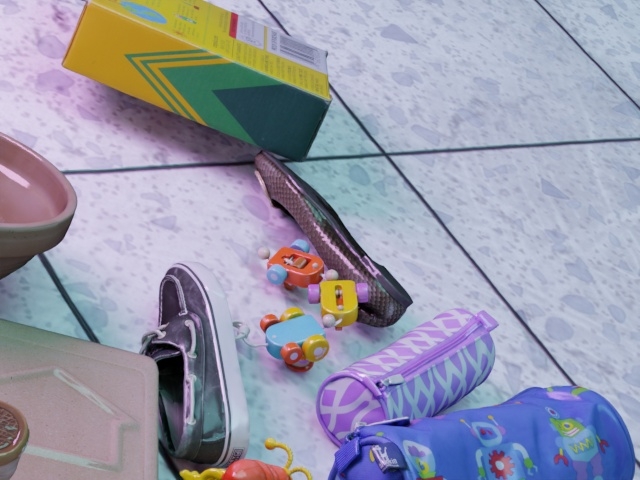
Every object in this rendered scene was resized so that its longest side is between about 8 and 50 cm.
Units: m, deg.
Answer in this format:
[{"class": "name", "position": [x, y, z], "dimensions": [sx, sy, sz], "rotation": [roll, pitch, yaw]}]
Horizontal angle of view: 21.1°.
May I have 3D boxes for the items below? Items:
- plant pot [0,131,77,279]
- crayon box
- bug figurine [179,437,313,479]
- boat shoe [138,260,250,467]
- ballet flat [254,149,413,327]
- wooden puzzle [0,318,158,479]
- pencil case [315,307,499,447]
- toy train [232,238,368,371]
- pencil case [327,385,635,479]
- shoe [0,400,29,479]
[{"class": "plant pot", "position": [-0.332, -0.022, 1.439], "dimensions": [0.237, 0.109, 0.237], "rotation": [19, 20, -7]}, {"class": "crayon box", "position": [-0.150, -0.202, 1.811], "dimensions": [0.318, 0.081, 0.202], "rotation": [22, 19, -9]}, {"class": "bug figurine", "position": [-0.010, 0.255, 1.303], "dimensions": [0.279, 0.072, 0.216], "rotation": [47, 9, 20]}, {"class": "boat shoe", "position": [-0.117, 0.098, 1.483], "dimensions": [0.070, 0.078, 0.219], "rotation": [9, 40, -27]}, {"class": "ballet flat", "position": [0.000, 0.000, 1.718], "dimensions": [0.250, 0.058, 0.084], "rotation": [48, 10, 31]}, {"class": "wooden puzzle", "position": [-0.281, 0.171, 1.281], "dimensions": [0.322, 0.080, 0.348], "rotation": [16, 31, -18]}, {"class": "pencil case", "position": [0.081, 0.126, 1.577], "dimensions": [0.086, 0.088, 0.206], "rotation": [39, 34, 18]}, {"class": "toy train", "position": [-0.025, 0.068, 1.623], "dimensions": [0.125, 0.046, 0.166], "rotation": [14, 38, 20]}, {"class": "pencil case", "position": [0.137, 0.200, 1.487], "dimensions": [0.306, 0.119, 0.133], "rotation": [-7, 70, -42]}, {"class": "shoe", "position": [-0.313, 0.119, 1.210], "dimensions": [0.219, 0.058, 0.076], "rotation": [22, 50, 1]}]
